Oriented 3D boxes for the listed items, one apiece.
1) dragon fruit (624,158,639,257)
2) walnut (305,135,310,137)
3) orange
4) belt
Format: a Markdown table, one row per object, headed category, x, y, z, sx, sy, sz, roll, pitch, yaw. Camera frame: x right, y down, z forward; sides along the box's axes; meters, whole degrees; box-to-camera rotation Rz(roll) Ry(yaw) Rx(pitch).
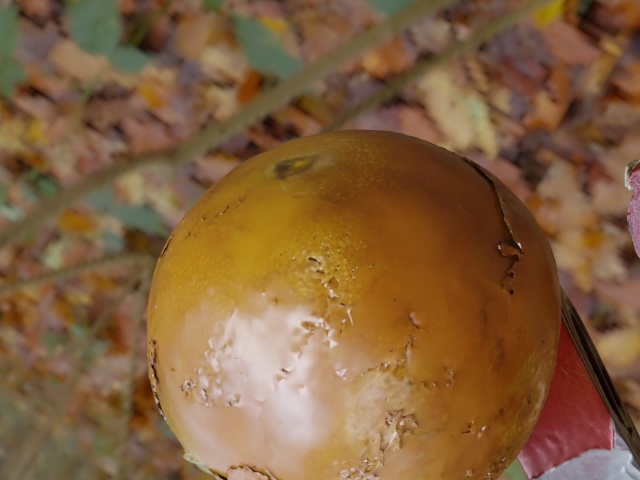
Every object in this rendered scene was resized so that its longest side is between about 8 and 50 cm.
| category | x | y | z | sx | sy | sz | roll | pitch | yaw |
| --- | --- | --- | --- | --- | --- | --- | --- | --- | --- |
| dragon fruit | 0.326 | -0.042 | 1.700 | 0.106 | 0.083 | 0.162 | 56 | 156 | -10 |
| walnut | 0.000 | 0.000 | 1.685 | 0.159 | 0.206 | 0.159 | 11 | 124 | 16 |
| orange | 0.018 | 0.052 | 1.143 | 0.240 | 0.240 | 0.240 | 31 | 171 | 5 |
| belt | 0.245 | 0.172 | 2.036 | 0.227 | 0.115 | 0.324 | 49 | -165 | -46 |
